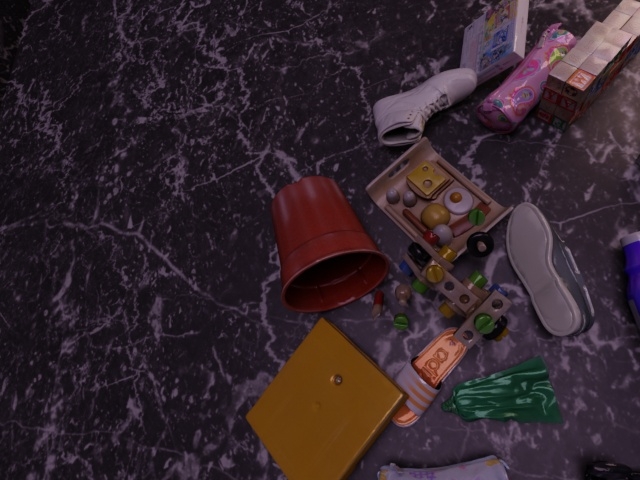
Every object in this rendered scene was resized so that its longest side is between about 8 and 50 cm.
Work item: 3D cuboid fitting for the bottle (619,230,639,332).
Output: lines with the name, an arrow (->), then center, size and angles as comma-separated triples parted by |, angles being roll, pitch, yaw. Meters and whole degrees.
bottle -> 0.702, 0.119, 0.850 | 0.118, 0.092, 0.283 | -13, 68, 13

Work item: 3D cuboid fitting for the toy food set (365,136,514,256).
toy food set -> 0.293, -0.106, 1.064 | 0.219, 0.092, 0.306 | -42, 65, 1

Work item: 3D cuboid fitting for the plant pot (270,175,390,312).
plant pot -> 0.000, 0.000, 1.048 | 0.272, 0.272, 0.265 | -26, 57, 8

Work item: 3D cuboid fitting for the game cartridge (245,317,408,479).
game cartridge -> 0.003, 0.393, 0.980 | 0.285, 0.052, 0.324 | 38, 91, 38

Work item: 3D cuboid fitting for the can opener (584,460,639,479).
can opener -> 0.602, 0.461, 0.786 | 0.185, 0.073, 0.059 | 7, 66, 11

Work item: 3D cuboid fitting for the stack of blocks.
stack of blocks -> 0.673, -0.436, 1.010 | 0.297, 0.171, 0.087 | -47, 65, -2

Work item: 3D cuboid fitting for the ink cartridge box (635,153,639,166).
ink cartridge box -> 0.834, -0.186, 0.922 | 0.174, 0.072, 0.128 | -26, 66, 9

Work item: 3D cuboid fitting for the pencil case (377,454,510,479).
pencil case -> 0.253, 0.520, 0.850 | 0.272, 0.114, 0.124 | -12, 49, 14

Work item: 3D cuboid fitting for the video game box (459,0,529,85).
video game box -> 0.463, -0.536, 1.121 | 0.048, 0.187, 0.206 | 18, 74, -22

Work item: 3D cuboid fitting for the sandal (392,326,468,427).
sandal -> 0.237, 0.302, 0.950 | 0.102, 0.076, 0.265 | 37, 86, 26

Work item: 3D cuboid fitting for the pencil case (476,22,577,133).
pencil case -> 0.535, -0.413, 1.073 | 0.124, 0.124, 0.284 | 41, 90, 26

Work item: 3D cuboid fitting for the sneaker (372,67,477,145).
sneaker -> 0.288, -0.344, 1.120 | 0.292, 0.108, 0.169 | -18, 47, 22

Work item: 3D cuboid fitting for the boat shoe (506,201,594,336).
boat shoe -> 0.522, 0.061, 0.947 | 0.098, 0.116, 0.320 | 7, 59, -25

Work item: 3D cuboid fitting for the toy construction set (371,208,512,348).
toy construction set -> 0.254, 0.121, 0.886 | 0.308, 0.237, 0.258 | -25, 98, 17

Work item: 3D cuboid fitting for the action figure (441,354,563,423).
action figure -> 0.376, 0.339, 0.898 | 0.231, 0.063, 0.137 | -14, 70, 9
